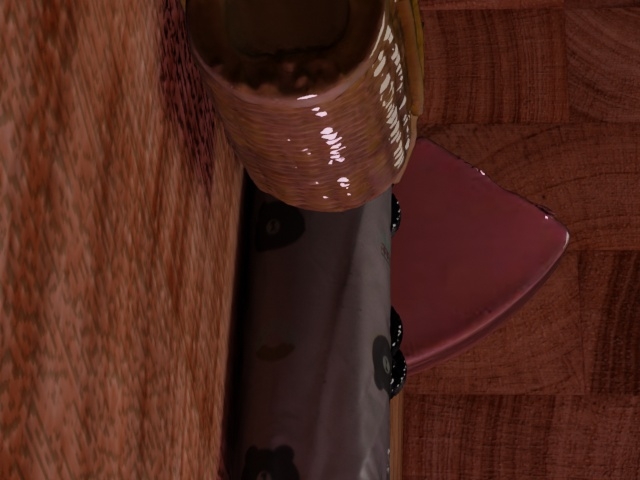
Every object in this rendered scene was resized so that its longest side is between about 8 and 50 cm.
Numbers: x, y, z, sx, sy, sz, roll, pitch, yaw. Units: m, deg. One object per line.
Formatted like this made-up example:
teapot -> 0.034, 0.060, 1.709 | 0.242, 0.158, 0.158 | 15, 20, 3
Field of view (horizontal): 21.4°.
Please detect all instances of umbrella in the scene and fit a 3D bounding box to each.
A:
umbrella -> 0.000, 0.000, 0.814 | 0.067, 0.073, 0.337 | 117, -21, -54

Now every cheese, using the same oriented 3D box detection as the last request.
cheese -> 0.042, 0.024, 1.155 | 0.177, 0.203, 0.128 | -58, 175, -7

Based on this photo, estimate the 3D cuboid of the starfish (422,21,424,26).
starfish -> 0.043, -0.203, 1.461 | 0.210, 0.053, 0.150 | -109, -147, -67

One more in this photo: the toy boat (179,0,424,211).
toy boat -> -0.005, -0.083, 0.643 | 0.310, 0.089, 0.115 | 73, 20, -76

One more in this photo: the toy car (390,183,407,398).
toy car -> 0.013, 0.027, 0.978 | 0.080, 0.070, 0.171 | 80, 9, -65
